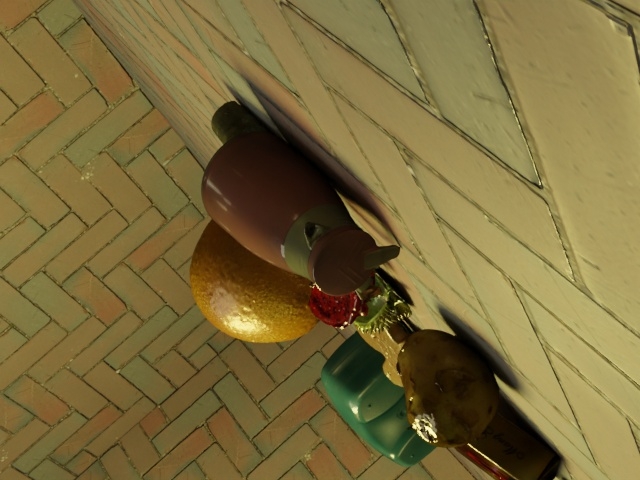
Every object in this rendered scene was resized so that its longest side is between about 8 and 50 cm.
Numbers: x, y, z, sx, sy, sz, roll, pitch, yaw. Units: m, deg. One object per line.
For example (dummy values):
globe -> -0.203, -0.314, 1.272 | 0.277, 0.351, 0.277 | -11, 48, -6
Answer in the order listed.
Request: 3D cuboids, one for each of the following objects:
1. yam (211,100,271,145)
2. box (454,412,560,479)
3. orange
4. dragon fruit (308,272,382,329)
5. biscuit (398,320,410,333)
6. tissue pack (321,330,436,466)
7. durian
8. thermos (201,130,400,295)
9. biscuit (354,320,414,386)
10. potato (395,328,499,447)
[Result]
yam -> -0.100, -0.140, 1.467 | 0.068, 0.068, 0.169 | 54, 180, -43
box -> 0.273, 0.319, 1.530 | 0.159, 0.071, 0.240 | 37, 171, 20
orange -> -0.104, 0.059, 1.878 | 0.274, 0.274, 0.274 | 48, 175, 6
dragon fruit -> 0.049, 0.067, 1.486 | 0.106, 0.083, 0.162 | 55, 138, 36
biscuit -> 0.152, 0.186, 1.876 | 0.199, 0.040, 0.121 | 48, 177, 3
tissue pack -> 0.133, 0.322, 2.146 | 0.287, 0.198, 0.206 | 50, 174, -34
durian -> 0.083, 0.088, 1.556 | 0.215, 0.086, 0.100 | 43, 159, 59
thermos -> -0.024, -0.019, 1.305 | 0.176, 0.146, 0.265 | 42, 179, -43
biscuit -> 0.169, 0.218, 1.760 | 0.301, 0.049, 0.197 | 46, 153, 9
potato -> 0.166, 0.189, 1.332 | 0.137, 0.137, 0.176 | 53, -165, -41
